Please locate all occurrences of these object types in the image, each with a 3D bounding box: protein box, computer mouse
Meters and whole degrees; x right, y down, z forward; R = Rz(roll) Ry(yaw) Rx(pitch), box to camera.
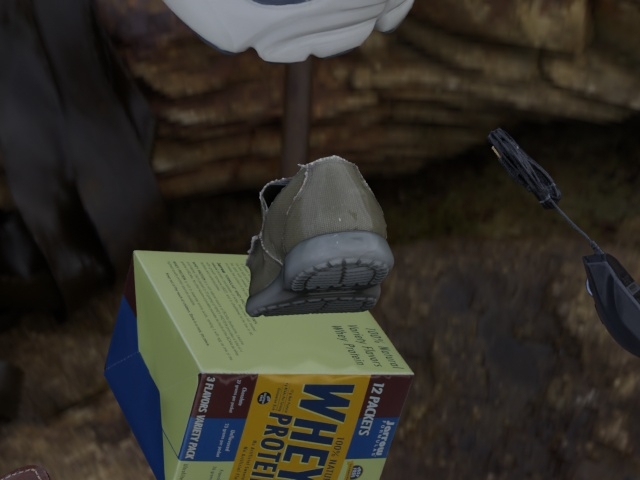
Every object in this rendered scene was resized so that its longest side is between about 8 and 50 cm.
[{"bbox_3d":[-0.060,0.119,1.648,0.201,0.136,0.200,2,29,-27],"label":"protein box"},{"bbox_3d":[0.211,0.008,1.539,0.041,0.071,0.242,-40,80,16],"label":"computer mouse"}]

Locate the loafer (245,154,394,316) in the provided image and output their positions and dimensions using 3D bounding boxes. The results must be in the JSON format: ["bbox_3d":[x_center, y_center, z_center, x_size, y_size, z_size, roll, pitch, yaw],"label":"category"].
[{"bbox_3d":[0.000,0.000,1.284,0.094,0.251,0.087,-2,79,-13],"label":"loafer"}]

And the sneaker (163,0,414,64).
[{"bbox_3d":[-0.050,-0.178,0.581,0.107,0.110,0.275,-28,60,-28],"label":"sneaker"}]

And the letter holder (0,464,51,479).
[{"bbox_3d":[-0.255,0.311,1.170,0.301,0.152,0.214,-31,34,-4],"label":"letter holder"}]
